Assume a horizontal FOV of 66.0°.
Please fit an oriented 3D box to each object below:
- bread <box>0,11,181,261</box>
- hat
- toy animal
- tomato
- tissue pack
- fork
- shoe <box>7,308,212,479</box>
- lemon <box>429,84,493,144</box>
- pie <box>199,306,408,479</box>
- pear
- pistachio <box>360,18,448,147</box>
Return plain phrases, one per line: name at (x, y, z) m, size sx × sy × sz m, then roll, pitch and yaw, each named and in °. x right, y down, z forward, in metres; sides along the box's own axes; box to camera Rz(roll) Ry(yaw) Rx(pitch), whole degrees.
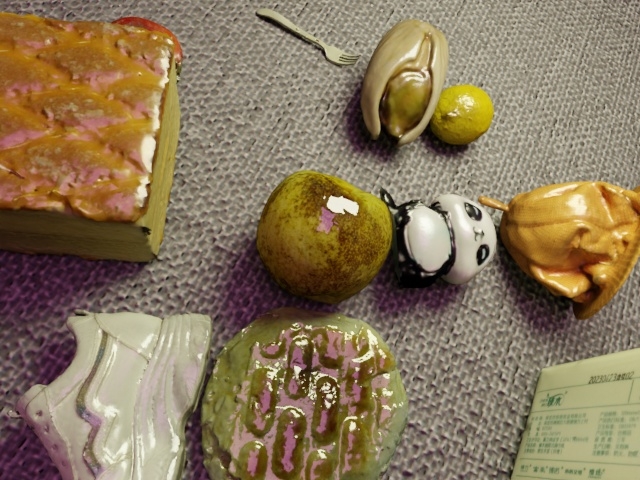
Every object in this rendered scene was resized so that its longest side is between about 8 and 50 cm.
bread at (-0.341, -0.129, 0.665) m, size 0.279 × 0.207 × 0.279 m, roll 2°, pitch 71°, yaw -10°
hat at (0.377, -0.031, 0.817) m, size 0.233 × 0.244 × 0.233 m, roll 24°, pitch 57°, yaw 11°
toy animal at (0.190, -0.010, 0.786) m, size 0.179 × 0.138 × 0.165 m, roll -3°, pitch 87°, yaw -10°
tomato at (-0.300, -0.307, 0.807) m, size 0.139 × 0.091 × 0.159 m, roll 18°, pitch 69°, yaw -5°
tissue pack at (0.431, 0.285, 0.600) m, size 0.207 × 0.380 × 0.297 m, roll 28°, pitch 67°, yaw -2°
fork at (-0.027, -0.388, 0.944) m, size 0.220 × 0.028 × 0.034 m, roll 27°, pitch 73°, yaw 2°
shoe at (-0.265, 0.239, 0.592) m, size 0.211 × 0.132 × 0.341 m, roll 11°, pitch 62°, yaw -7°
lemon at (0.258, -0.230, 0.902) m, size 0.133 × 0.109 × 0.109 m, roll -17°, pitch 73°, yaw -41°
pie at (-0.019, 0.227, 0.682) m, size 0.307 × 0.071 × 0.306 m, roll 6°, pitch 68°, yaw -14°
pear at (0.000, 0.000, 0.714) m, size 0.197 × 0.197 × 0.197 m, roll 5°, pitch 69°, yaw -12°
pistachio at (0.146, -0.279, 0.869) m, size 0.138 × 0.153 × 0.237 m, roll 19°, pitch 73°, yaw -3°
